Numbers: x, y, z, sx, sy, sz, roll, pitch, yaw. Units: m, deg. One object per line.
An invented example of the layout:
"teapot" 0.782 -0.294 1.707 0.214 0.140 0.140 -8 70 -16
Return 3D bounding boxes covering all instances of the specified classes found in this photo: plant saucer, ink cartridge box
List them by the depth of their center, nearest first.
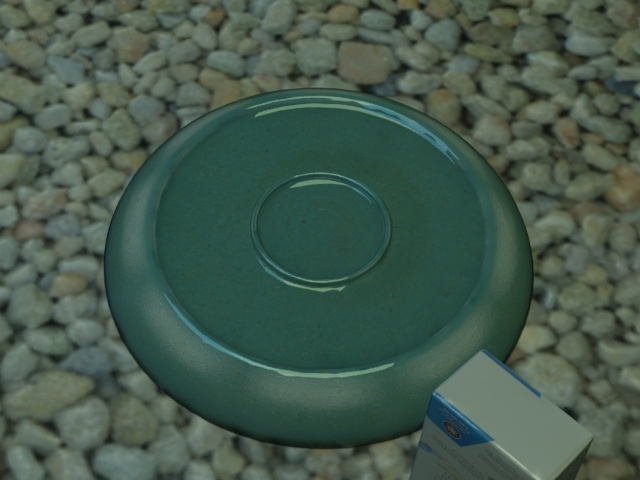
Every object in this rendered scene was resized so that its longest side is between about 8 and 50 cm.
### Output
"ink cartridge box" 0.109 0.139 0.857 0.088 0.122 0.052 39 58 22
"plant saucer" 0.000 0.000 1.001 0.318 0.043 0.317 1 55 -2
